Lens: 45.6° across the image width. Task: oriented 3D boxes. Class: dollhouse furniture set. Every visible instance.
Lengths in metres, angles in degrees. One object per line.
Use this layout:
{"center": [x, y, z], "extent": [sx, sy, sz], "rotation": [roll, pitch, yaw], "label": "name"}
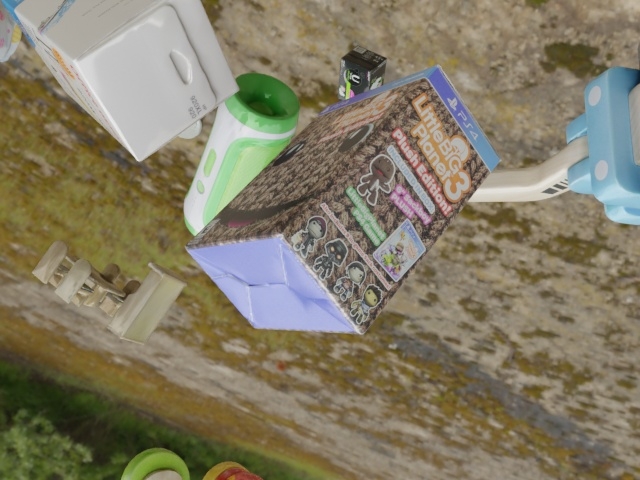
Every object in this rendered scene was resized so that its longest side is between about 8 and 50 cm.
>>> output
{"center": [-0.434, 0.082, 1.619], "extent": [0.242, 0.161, 0.212], "rotation": [33, 177, 23], "label": "dollhouse furniture set"}

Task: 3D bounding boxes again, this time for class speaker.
{"center": [-0.134, -0.124, 1.240], "extent": [0.131, 0.131, 0.296], "rotation": [26, 134, -4], "label": "speaker"}

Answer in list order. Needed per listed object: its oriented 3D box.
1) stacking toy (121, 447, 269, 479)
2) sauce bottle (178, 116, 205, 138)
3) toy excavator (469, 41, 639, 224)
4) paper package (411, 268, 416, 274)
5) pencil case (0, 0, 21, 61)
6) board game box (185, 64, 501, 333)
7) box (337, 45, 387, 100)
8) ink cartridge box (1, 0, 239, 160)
{"center": [-0.238, 0.532, 1.372], "extent": [0.279, 0.309, 0.130], "rotation": [34, 155, -30], "label": "stacking toy"}
{"center": [-0.321, -0.355, 1.850], "extent": [0.111, 0.344, 0.111], "rotation": [-3, 123, -5], "label": "sauce bottle"}
{"center": [0.405, -0.109, 1.096], "extent": [0.432, 0.222, 0.445], "rotation": [5, 163, -16], "label": "toy excavator"}
{"center": [0.000, 0.000, 1.640], "extent": [0.324, 0.168, 0.309], "rotation": [7, 167, -37], "label": "paper package"}
{"center": [-0.553, -0.306, 1.150], "extent": [0.113, 0.273, 0.124], "rotation": [-37, 109, 17], "label": "pencil case"}
{"center": [0.025, -0.043, 0.898], "extent": [0.141, 0.291, 0.232], "rotation": [52, 151, -19], "label": "board game box"}
{"center": [0.069, -0.272, 1.279], "extent": [0.062, 0.052, 0.083], "rotation": [29, 142, 22], "label": "box"}
{"center": [-0.253, -0.251, 0.969], "extent": [0.232, 0.168, 0.171], "rotation": [39, 163, 38], "label": "ink cartridge box"}
